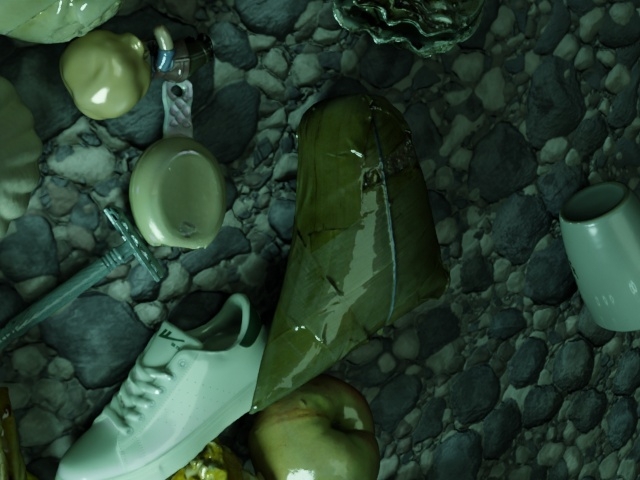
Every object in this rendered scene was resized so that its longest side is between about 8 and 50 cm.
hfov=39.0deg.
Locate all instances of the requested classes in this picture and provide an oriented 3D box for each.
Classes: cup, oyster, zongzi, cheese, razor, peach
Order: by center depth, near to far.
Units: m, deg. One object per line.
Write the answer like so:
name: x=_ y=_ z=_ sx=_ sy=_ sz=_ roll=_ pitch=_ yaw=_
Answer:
razor: x=-0.327 y=0.063 z=1.167 sx=0.232 sy=0.068 sz=0.106 roll=-36 pitch=119 yaw=-13
cheese: x=-0.188 y=-0.102 z=1.199 sx=0.137 sy=0.064 sz=0.227 roll=-1 pitch=90 yaw=-41
zongzi: x=0.000 y=0.000 z=1.265 sx=0.393 sy=0.174 sz=0.355 roll=-33 pitch=117 yaw=-34
oyster: x=0.145 y=-0.362 z=1.334 sx=0.268 sy=0.112 sz=0.198 roll=10 pitch=76 yaw=-27
peach: x=-0.020 y=0.318 z=1.348 sx=0.233 sy=0.232 sz=0.232 roll=-10 pitch=108 yaw=-31
cup: x=0.556 y=-0.002 z=1.672 sx=0.234 sy=0.186 sz=0.258 roll=59 pitch=40 yaw=-22

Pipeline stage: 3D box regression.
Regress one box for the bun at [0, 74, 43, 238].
bun: x=-0.423 y=-0.086 z=0.987 sx=0.263 sy=0.175 sz=0.263 roll=-8 pitch=106 yaw=-30

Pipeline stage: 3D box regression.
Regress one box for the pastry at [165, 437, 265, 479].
pastry: x=-0.189 y=0.397 z=1.263 sx=0.250 sy=0.154 sz=0.102 roll=-46 pitch=160 yaw=10

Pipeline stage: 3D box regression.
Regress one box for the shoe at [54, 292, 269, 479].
shoe: x=-0.211 y=0.203 z=1.233 sx=0.363 sy=0.132 sz=0.160 roll=-31 pitch=119 yaw=-28

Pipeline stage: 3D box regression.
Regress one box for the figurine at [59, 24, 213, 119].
figurine: x=-0.224 y=-0.222 z=1.122 sx=0.196 sy=0.114 sz=0.108 roll=-29 pitch=117 yaw=-32

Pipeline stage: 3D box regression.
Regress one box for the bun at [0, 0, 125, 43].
bun: x=-0.295 y=-0.373 z=0.950 sx=0.360 sy=0.211 sz=0.359 roll=-12 pitch=109 yaw=-40

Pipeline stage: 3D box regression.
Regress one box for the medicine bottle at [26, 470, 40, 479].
medicine bottle: x=-0.382 y=0.373 z=1.204 sx=0.095 sy=0.064 sz=0.260 roll=-46 pitch=124 yaw=-9

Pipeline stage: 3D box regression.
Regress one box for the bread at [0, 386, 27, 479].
bread: x=-0.482 y=0.309 z=1.018 sx=0.278 sy=0.167 sz=0.324 roll=-2 pitch=105 yaw=-10
